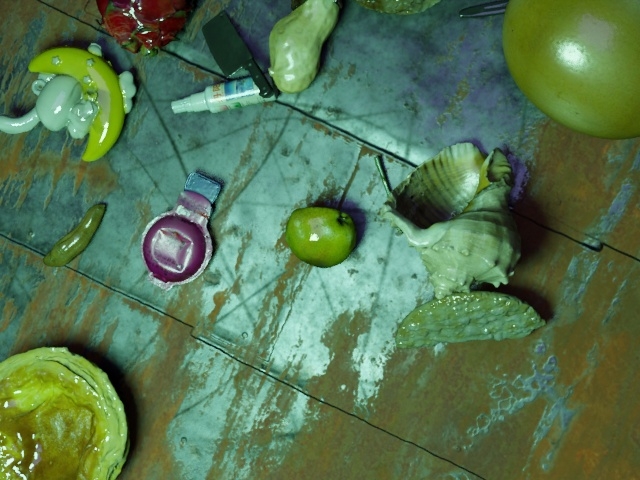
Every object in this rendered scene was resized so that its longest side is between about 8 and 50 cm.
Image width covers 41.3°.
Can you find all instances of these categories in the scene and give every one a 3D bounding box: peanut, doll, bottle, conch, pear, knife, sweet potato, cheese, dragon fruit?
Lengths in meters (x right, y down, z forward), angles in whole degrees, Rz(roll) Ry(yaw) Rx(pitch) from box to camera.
[{"bbox_3d":[-0.029,-0.416,1.661,0.101,0.117,0.263,25,91,43],"label":"peanut"},{"bbox_3d":[-0.512,-0.289,1.754,0.237,0.111,0.252,29,93,-6],"label":"doll"},{"bbox_3d":[-0.195,-0.289,1.716,0.217,0.060,0.060,-11,87,11],"label":"bottle"},{"bbox_3d":[0.247,-0.032,1.569,0.263,0.324,0.186,24,138,6],"label":"conch"},{"bbox_3d":[0.000,0.000,1.631,0.141,0.141,0.104,-4,71,11],"label":"pear"},{"bbox_3d":[-0.170,-0.362,1.700,0.072,0.019,0.245,-37,62,9],"label":"knife"},{"bbox_3d":[-0.508,-0.004,1.773,0.053,0.054,0.182,45,95,0],"label":"sweet potato"},{"bbox_3d":[-0.280,-0.017,1.725,0.155,0.062,0.244,24,92,9],"label":"cheese"},{"bbox_3d":[-0.351,-0.500,1.695,0.192,0.193,0.274,-1,88,37],"label":"dragon fruit"}]

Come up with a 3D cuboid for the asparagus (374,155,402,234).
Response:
[{"bbox_3d":[0.134,-0.088,1.670,0.016,0.016,0.163,-16,88,20],"label":"asparagus"}]

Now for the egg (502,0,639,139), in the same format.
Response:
[{"bbox_3d":[0.480,-0.333,1.474,0.351,0.282,0.282,44,97,7],"label":"egg"}]

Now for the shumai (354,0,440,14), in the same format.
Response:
[{"bbox_3d":[0.177,-0.558,1.537,0.345,0.283,0.217,-22,88,14],"label":"shumai"}]

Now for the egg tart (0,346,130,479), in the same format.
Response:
[{"bbox_3d":[-0.535,0.373,1.722,0.351,0.150,0.352,1,94,13],"label":"egg tart"}]

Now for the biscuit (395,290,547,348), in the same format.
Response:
[{"bbox_3d":[0.273,0.142,1.588,0.289,0.141,0.038,-7,46,13],"label":"biscuit"}]

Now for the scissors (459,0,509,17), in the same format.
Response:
[{"bbox_3d":[0.377,-0.453,1.632,0.220,0.017,0.088,-6,88,11],"label":"scissors"}]

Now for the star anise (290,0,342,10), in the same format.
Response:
[{"bbox_3d":[0.012,-0.507,1.561,0.157,0.053,0.212,40,120,15],"label":"star anise"}]
